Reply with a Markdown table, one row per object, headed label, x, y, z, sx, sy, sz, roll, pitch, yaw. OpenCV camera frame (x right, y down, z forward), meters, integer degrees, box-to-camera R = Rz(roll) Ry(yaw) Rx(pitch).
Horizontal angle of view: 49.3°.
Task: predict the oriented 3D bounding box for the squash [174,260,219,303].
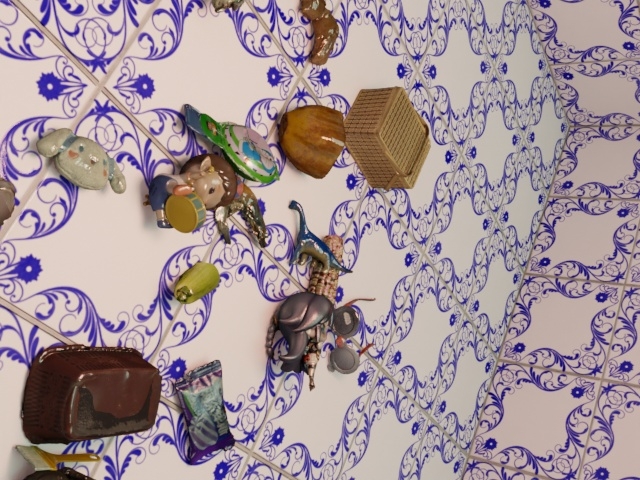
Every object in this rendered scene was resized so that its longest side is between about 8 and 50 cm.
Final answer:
| label | x | y | z | sx | sy | sz | roll | pitch | yaw |
| --- | --- | --- | --- | --- | --- | --- | --- | --- | --- |
| squash | -0.327 | 0.117 | 1.745 | 0.200 | 0.075 | 0.090 | -37 | 145 | -70 |

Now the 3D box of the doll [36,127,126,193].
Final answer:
| label | x | y | z | sx | sy | sz | roll | pitch | yaw |
| --- | --- | --- | --- | --- | --- | --- | --- | --- | --- |
| doll | -0.502 | -0.166 | 1.478 | 0.214 | 0.071 | 0.104 | 33 | 53 | -41 |

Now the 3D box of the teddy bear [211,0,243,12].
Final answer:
| label | x | y | z | sx | sy | sz | roll | pitch | yaw |
| --- | --- | --- | --- | --- | --- | --- | --- | --- | --- |
| teddy bear | -0.247 | -0.659 | 1.726 | 0.133 | 0.111 | 0.213 | -10 | 94 | -9 |

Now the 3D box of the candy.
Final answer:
| label | x | y | z | sx | sy | sz | roll | pitch | yaw |
| --- | --- | --- | --- | --- | --- | --- | --- | --- | --- |
| candy | -0.301 | 0.457 | 1.831 | 0.145 | 0.070 | 0.275 | -22 | 114 | -41 |

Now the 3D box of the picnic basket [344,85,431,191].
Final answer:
| label | x | y | z | sx | sy | sz | roll | pitch | yaw |
| --- | --- | --- | --- | --- | --- | --- | --- | --- | --- |
| picnic basket | 0.235 | -0.337 | 2.344 | 0.313 | 0.175 | 0.228 | 53 | 54 | -43 |

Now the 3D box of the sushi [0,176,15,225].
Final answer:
| label | x | y | z | sx | sy | sz | roll | pitch | yaw |
| --- | --- | --- | --- | --- | --- | --- | --- | --- | --- |
| sushi | -0.662 | -0.005 | 1.234 | 0.332 | 0.130 | 0.124 | -60 | 137 | -29 |

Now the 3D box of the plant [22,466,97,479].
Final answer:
| label | x | y | z | sx | sy | sz | roll | pitch | yaw |
| --- | --- | --- | --- | --- | --- | --- | --- | --- | --- |
| plant | -0.534 | 0.577 | 1.474 | 0.164 | 0.141 | 0.256 | -61 | 141 | -26 |

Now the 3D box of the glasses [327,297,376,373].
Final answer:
| label | x | y | z | sx | sy | sz | roll | pitch | yaw |
| --- | --- | --- | --- | --- | --- | --- | --- | --- | --- |
| glasses | 0.107 | 0.313 | 2.378 | 0.268 | 0.118 | 0.234 | -23 | 112 | -71 |

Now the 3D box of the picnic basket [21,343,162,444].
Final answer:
| label | x | y | z | sx | sy | sz | roll | pitch | yaw |
| --- | --- | --- | --- | --- | --- | --- | --- | --- | --- |
| picnic basket | -0.482 | 0.346 | 1.521 | 0.296 | 0.129 | 0.223 | 11 | 87 | -52 |

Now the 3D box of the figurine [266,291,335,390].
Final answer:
| label | x | y | z | sx | sy | sz | roll | pitch | yaw |
| --- | --- | --- | --- | --- | --- | --- | --- | --- | --- |
| figurine | -0.052 | 0.280 | 2.030 | 0.197 | 0.175 | 0.265 | 30 | 63 | -13 |

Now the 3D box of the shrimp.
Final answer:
| label | x | y | z | sx | sy | sz | roll | pitch | yaw |
| --- | --- | --- | --- | --- | --- | --- | --- | --- | --- |
| shrimp | -0.216 | -0.053 | 1.895 | 0.150 | 0.051 | 0.217 | -46 | 121 | -36 |

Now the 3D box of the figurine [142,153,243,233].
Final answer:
| label | x | y | z | sx | sy | sz | roll | pitch | yaw |
| --- | --- | --- | --- | --- | --- | --- | --- | --- | --- |
| figurine | -0.288 | -0.123 | 1.690 | 0.158 | 0.161 | 0.275 | 45 | 40 | 6 |

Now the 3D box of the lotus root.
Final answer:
| label | x | y | z | sx | sy | sz | roll | pitch | yaw |
| --- | --- | --- | --- | --- | --- | --- | --- | --- | --- |
| lotus root | -0.042 | -0.297 | 2.024 | 0.180 | 0.199 | 0.188 | 14 | 42 | -24 |

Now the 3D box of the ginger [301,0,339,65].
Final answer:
| label | x | y | z | sx | sy | sz | roll | pitch | yaw |
| --- | --- | --- | --- | --- | --- | --- | --- | --- | --- |
| ginger | -0.005 | -0.665 | 2.058 | 0.122 | 0.084 | 0.290 | -38 | 124 | -52 |

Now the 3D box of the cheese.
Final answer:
| label | x | y | z | sx | sy | sz | roll | pitch | yaw |
| --- | --- | --- | --- | --- | --- | --- | --- | --- | --- |
| cheese | -0.221 | -0.248 | 1.797 | 0.320 | 0.083 | 0.204 | 31 | 32 | -40 |

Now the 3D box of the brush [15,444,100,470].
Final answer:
| label | x | y | z | sx | sy | sz | roll | pitch | yaw |
| --- | --- | --- | --- | --- | --- | --- | --- | --- | --- |
| brush | -0.551 | 0.466 | 1.495 | 0.011 | 0.083 | 0.205 | -61 | 148 | 0 |

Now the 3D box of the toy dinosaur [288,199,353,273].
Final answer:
| label | x | y | z | sx | sy | sz | roll | pitch | yaw |
| --- | --- | --- | --- | --- | --- | --- | --- | --- | --- |
| toy dinosaur | 0.000 | 0.000 | 2.105 | 0.075 | 0.247 | 0.188 | -102 | -150 | -79 |

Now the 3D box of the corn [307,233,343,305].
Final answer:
| label | x | y | z | sx | sy | sz | roll | pitch | yaw |
| --- | --- | --- | --- | --- | --- | --- | --- | --- | --- |
| corn | 0.013 | 0.120 | 2.190 | 0.092 | 0.092 | 0.281 | 29 | 68 | -51 |
